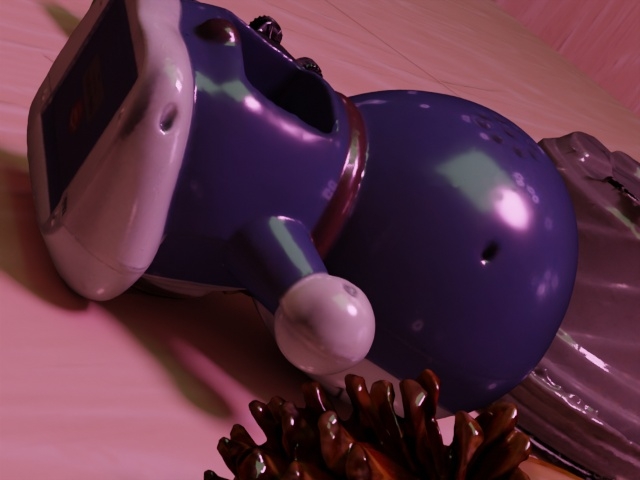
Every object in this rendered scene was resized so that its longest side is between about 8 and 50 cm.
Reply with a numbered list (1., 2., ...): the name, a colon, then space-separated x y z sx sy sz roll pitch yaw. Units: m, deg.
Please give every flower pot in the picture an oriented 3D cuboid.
1. flower pot: 0.156 0.027 0.910 0.235 0.140 0.235 32 17 -11

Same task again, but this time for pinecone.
1. pinecone: 0.015 0.092 0.509 0.109 0.102 0.102 -3 31 -18

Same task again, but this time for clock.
1. clock: 0.000 -0.009 0.683 0.243 0.146 0.199 22 24 -25

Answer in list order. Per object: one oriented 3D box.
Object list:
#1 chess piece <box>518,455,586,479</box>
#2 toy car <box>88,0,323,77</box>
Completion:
1. chess piece: 0.182 0.174 0.616 0.301 0.137 0.137 27 14 7
2. toy car: -0.072 -0.120 0.990 0.165 0.062 0.071 19 24 -47
